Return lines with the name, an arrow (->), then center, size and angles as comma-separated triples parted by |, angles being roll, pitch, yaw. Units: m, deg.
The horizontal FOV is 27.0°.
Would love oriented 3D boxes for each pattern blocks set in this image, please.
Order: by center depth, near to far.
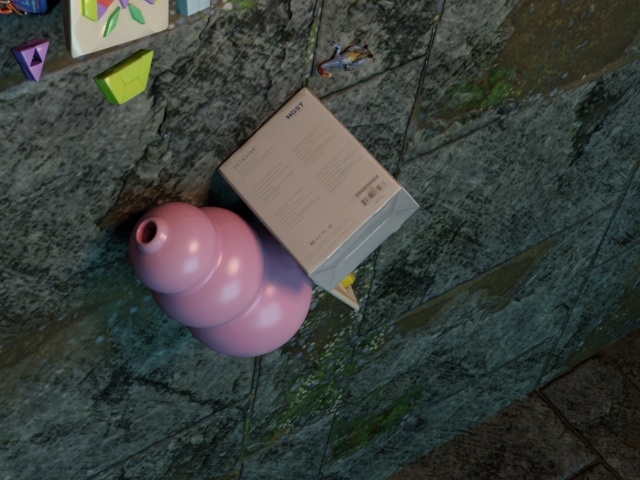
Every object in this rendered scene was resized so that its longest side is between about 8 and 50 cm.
pattern blocks set -> -0.215, -0.280, 1.401 | 0.325, 0.026, 0.285 | -48, 143, -43

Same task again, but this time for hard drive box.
hard drive box -> -0.005, -0.075, 1.898 | 0.181, 0.232, 0.089 | -43, 153, 4

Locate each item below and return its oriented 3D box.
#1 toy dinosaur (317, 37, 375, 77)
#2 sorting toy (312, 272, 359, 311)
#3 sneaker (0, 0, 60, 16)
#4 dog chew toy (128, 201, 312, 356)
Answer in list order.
toy dinosaur -> 0.036, -0.253, 1.906 | 0.082, 0.047, 0.090 | -24, 163, 5
sorting toy -> 0.000, 0.000, 2.056 | 0.038, 0.193, 0.208 | -26, 155, 9
sneaker -> -0.322, -0.269, 1.379 | 0.221, 0.087, 0.083 | -28, 149, -24
dog chew toy -> -0.154, 0.044, 1.933 | 0.206, 0.206, 0.332 | -45, 144, 7
